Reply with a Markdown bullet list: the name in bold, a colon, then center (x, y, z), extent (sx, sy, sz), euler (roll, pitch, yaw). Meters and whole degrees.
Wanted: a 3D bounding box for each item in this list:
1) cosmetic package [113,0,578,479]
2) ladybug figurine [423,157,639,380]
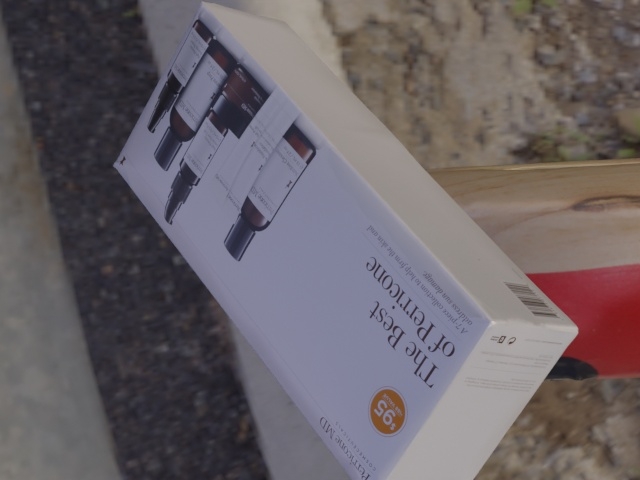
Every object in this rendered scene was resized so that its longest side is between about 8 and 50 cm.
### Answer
- **cosmetic package**: center (0.000, 0.000, 0.736), extent (0.239, 0.060, 0.099), euler (49, 120, 39)
- **ladybug figurine**: center (0.216, 0.019, 1.301), extent (0.449, 0.305, 0.162), euler (-2, 94, 4)
